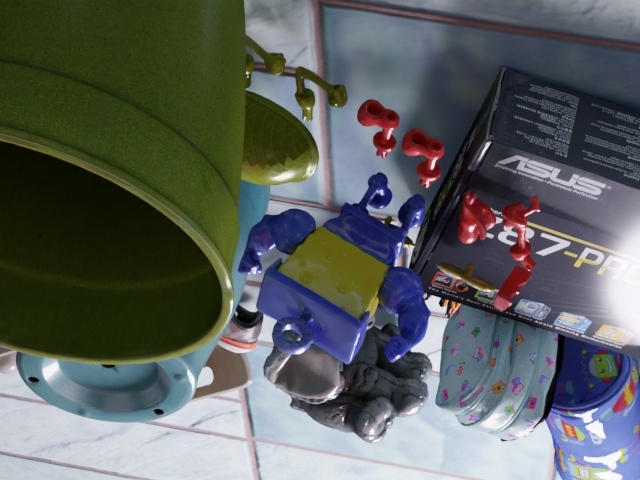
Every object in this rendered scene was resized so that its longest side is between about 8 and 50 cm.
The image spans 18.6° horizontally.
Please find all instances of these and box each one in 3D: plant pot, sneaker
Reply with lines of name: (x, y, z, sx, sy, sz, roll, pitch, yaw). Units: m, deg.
plant pot: (-0.198, 0.037, 2.010, 0.271, 0.255, 0.272, 4, 144, 3)
sneaker: (-0.138, 0.076, 2.317, 0.158, 0.061, 0.065, 20, 124, -13)
plant pot: (-0.210, -0.136, 1.648, 0.366, 0.353, 0.366, 11, 150, 6)

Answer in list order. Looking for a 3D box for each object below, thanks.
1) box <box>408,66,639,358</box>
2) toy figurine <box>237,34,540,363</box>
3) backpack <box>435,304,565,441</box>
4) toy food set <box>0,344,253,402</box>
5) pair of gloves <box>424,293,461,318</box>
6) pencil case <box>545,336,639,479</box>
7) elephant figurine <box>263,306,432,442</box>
box: (0.312, 0.001, 1.926, 0.394, 0.097, 0.318, 18, 149, -4)
toy figurine: (0.000, 0.000, 1.829, 0.362, 0.217, 0.191, 31, 151, 9)
backpack: (0.194, 0.124, 2.099, 0.115, 0.182, 0.152, 21, 148, -15)
toy food set: (-0.268, 0.154, 2.378, 0.306, 0.092, 0.219, 12, 161, -34)
pair of gloves: (0.130, 0.063, 2.202, 0.083, 0.010, 0.074, 15, 146, 0)
pencil case: (0.313, 0.205, 2.261, 0.133, 0.119, 0.306, 1, 149, 19)
elephant figurine: (0.011, 0.103, 2.216, 0.239, 0.186, 0.169, 52, 178, -34)
